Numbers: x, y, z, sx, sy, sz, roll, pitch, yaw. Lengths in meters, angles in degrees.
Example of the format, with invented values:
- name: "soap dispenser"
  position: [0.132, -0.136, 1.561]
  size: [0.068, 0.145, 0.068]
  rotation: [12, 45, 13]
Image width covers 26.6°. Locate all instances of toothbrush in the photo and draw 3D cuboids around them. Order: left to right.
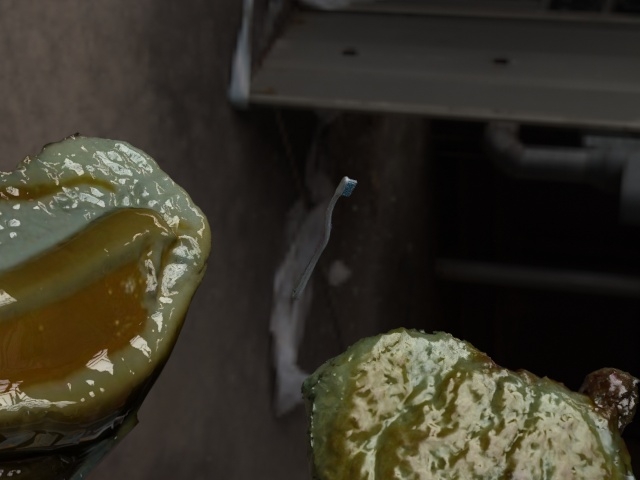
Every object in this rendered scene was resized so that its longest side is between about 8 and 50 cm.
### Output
- name: "toothbrush"
  position: [0.000, 0.000, 1.103]
  size: [0.011, 0.013, 0.131]
  rotation: [-99, -152, -50]

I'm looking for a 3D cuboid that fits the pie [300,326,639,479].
- name: "pie"
  position: [0.172, 0.305, 1.598]
  size: [0.180, 0.418, 0.395]
  rotation: [116, -19, -61]

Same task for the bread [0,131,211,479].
- name: "bread"
  position: [-0.253, 0.113, 1.003]
  size: [0.341, 0.210, 0.300]
  rotation: [-47, 167, 34]
